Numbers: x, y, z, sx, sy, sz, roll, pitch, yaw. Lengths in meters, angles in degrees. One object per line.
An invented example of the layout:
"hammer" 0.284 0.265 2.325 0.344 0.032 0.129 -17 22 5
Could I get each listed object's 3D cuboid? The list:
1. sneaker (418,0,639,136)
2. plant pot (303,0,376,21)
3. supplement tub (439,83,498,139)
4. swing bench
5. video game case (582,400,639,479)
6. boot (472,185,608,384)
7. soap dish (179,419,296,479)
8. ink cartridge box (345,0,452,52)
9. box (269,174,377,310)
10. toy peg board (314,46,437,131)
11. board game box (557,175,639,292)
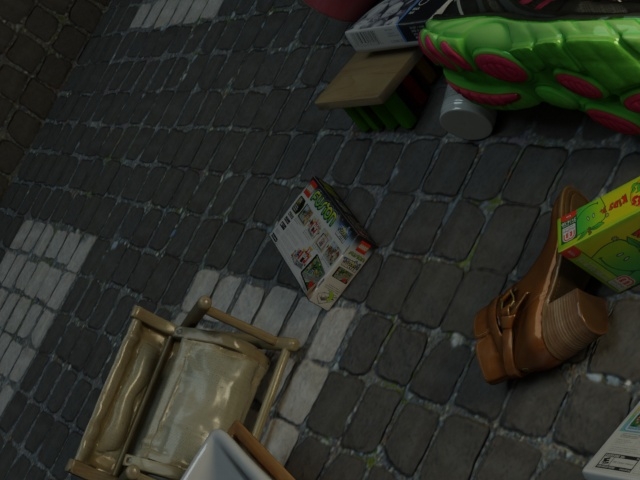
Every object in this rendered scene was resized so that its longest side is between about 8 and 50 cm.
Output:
"sneaker" 0.295 -0.234 1.312 0.202 0.185 0.483 -55 37 -9
"plant pot" 0.048 -0.450 1.929 0.180 0.201 0.201 -60 24 31
"supplement tub" 0.193 -0.188 1.554 0.071 0.071 0.107 -17 49 51
"swing bench" -0.189 0.225 1.671 0.255 0.165 0.253 -13 52 60
"video game case" 0.314 0.158 1.024 0.143 0.019 0.157 -42 20 -26
"boot" 0.222 0.047 1.286 0.152 0.073 0.197 -36 33 42
"soap dish" -0.112 0.382 1.436 0.290 0.118 0.229 -59 29 -1
"ink cartridge box" 0.163 -0.340 1.703 0.208 0.045 0.206 -44 23 -22
"box" 0.000 0.000 1.711 0.114 0.036 0.207 -52 29 11
"toy peg board" 0.102 -0.226 1.749 0.160 0.079 0.161 -51 27 -20
"board game box" 0.322 -0.020 1.165 0.181 0.092 0.043 -32 38 40
